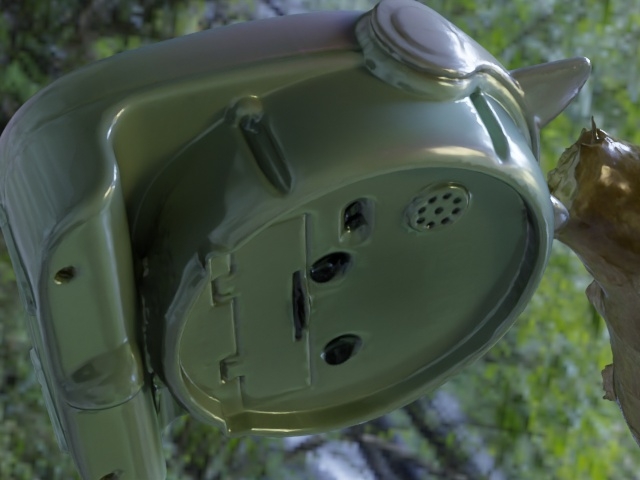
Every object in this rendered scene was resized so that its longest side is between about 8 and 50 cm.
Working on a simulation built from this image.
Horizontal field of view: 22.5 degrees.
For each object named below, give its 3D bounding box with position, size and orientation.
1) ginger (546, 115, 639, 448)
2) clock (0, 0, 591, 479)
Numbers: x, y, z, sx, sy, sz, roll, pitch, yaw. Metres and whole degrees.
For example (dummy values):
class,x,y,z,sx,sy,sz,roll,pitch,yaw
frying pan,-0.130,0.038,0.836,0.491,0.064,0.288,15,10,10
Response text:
class,x,y,z,sx,sy,sz,roll,pitch,yaw
ginger,0.280,0.075,1.079,0.236,0.166,0.375,23,-14,34
clock,0.000,0.000,0.856,0.324,0.265,0.109,-17,51,-12
